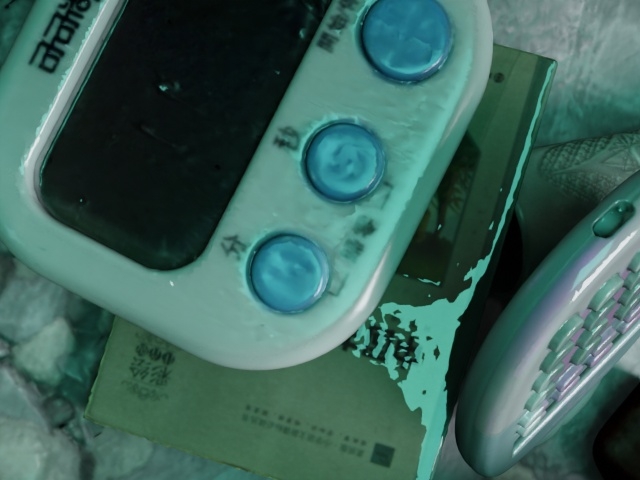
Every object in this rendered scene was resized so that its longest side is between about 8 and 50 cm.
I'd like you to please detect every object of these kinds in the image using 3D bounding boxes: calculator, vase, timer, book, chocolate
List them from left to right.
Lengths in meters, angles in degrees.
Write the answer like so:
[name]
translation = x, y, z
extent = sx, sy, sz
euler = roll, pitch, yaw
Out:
[timer]
translation = -0.045, -0.075, 0.570
extent = 0.237, 0.087, 0.262
euler = 27, 89, 6
[book]
translation = 0.000, 0.000, 0.617
extent = 0.214, 0.025, 0.283
euler = 15, 88, 7
[calculator]
translation = 0.148, 0.055, 0.608
extent = 0.185, 0.299, 0.041
euler = -42, 67, -13
[vase]
translation = 0.199, -0.037, 0.692
extent = 0.219, 0.096, 0.096
euler = -16, 100, -19
[chocolate]
translation = 0.258, 0.180, 0.725
extent = 0.080, 0.125, 0.148
euler = -43, 112, 7
